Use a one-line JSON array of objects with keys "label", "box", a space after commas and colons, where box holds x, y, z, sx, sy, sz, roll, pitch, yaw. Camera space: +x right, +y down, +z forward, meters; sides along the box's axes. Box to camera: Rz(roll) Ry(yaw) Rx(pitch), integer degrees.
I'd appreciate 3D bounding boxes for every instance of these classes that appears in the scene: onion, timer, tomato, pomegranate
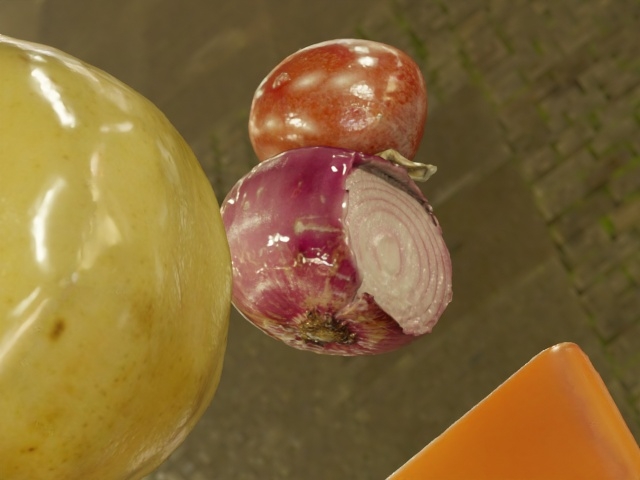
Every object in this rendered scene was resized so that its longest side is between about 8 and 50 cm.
[{"label": "onion", "box": [-0.001, 0.013, 1.716, 0.201, 0.200, 0.207, -28, -14, 24]}, {"label": "timer", "box": [0.104, 0.229, 1.235, 0.250, 0.257, 0.161, -27, 53, 2]}, {"label": "tomato", "box": [0.026, -0.109, 1.832, 0.167, 0.167, 0.167, -32, 24, 16]}, {"label": "pomegranate", "box": [-0.215, 0.019, 1.203, 0.333, 0.332, 0.332, -32, 24, 16]}]
